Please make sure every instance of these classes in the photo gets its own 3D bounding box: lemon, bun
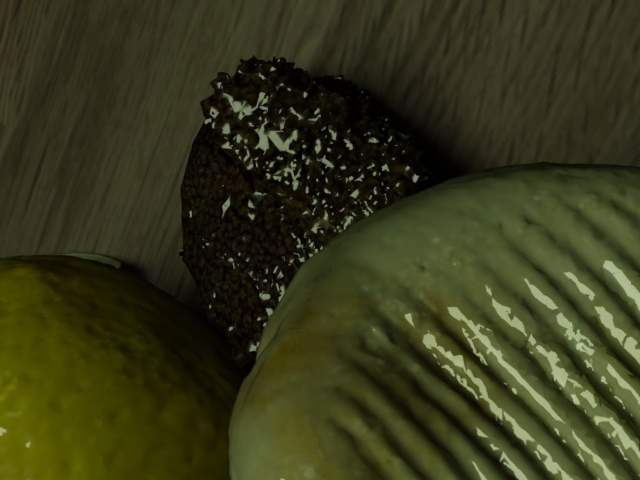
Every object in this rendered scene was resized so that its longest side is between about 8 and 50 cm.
[{"bbox_3d":[-0.172,0.169,1.205,0.336,0.336,0.336,0,90,42],"label":"lemon"},{"bbox_3d":[0.127,0.141,0.941,0.365,0.365,0.219,63,157,22],"label":"bun"}]

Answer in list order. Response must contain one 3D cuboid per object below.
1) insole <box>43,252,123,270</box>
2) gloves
[{"bbox_3d":[-0.217,0.026,1.415,0.192,0.063,0.010,-2,115,44],"label":"insole"},{"bbox_3d":[0.006,-0.004,1.163,0.312,0.135,0.210,26,113,42],"label":"gloves"}]
